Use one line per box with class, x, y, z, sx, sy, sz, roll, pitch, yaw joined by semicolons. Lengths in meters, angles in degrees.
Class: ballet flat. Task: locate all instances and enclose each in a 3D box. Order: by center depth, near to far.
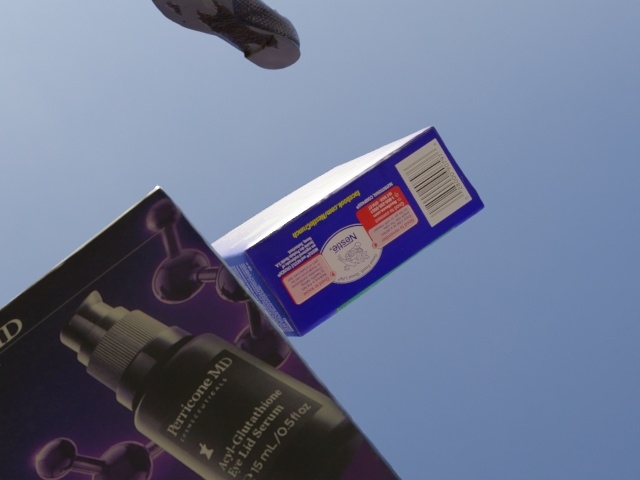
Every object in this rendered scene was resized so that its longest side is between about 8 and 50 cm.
ballet flat;-0.105;-0.259;1.284;0.084;0.250;0.058;-24;-118;28

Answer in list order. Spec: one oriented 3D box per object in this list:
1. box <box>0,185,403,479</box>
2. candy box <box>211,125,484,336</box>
box;-0.049;0.108;0.416;0.153;0.108;0.207;-39;-129;-6
candy box;0.000;0.000;1.403;0.268;0.122;0.317;-34;-172;-18
